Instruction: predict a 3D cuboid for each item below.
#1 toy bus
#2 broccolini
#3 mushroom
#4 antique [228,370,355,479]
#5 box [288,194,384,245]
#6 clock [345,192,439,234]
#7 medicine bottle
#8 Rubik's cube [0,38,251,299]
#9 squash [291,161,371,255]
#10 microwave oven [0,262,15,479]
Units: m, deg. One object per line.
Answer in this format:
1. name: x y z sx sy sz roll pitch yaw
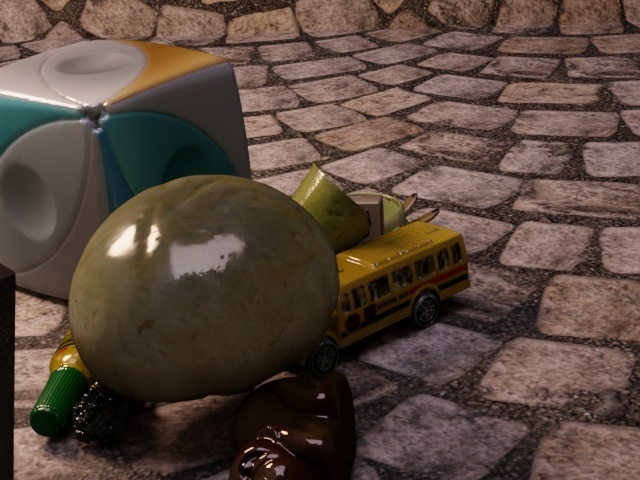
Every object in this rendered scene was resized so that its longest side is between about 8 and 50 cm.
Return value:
1. toy bus: 0.063 0.076 1.804 0.335 0.123 0.121 -22 28 -36
2. broccolini: -0.232 0.163 1.734 0.074 0.079 0.392 41 28 -1
3. mushroom: -0.149 0.066 1.601 0.352 0.260 0.352 -4 38 3
4. antique: -0.037 0.237 1.442 0.143 0.121 0.257 -9 22 5
5. box: 0.000 0.000 1.972 0.201 0.141 0.058 -2 15 8
6. clock: 0.078 -0.029 2.122 0.232 0.069 0.170 -13 24 -21
7. medicine bottle: -0.330 0.179 1.698 0.095 0.064 0.260 -10 23 12
8. Rubik's cube: -0.344 -0.119 2.043 0.352 0.352 0.347 16 30 34
9. squash: -0.045 0.036 1.879 0.137 0.287 0.137 38 8 -6
10. microwave oven: -0.560 0.193 1.314 0.236 0.374 0.432 25 31 33
